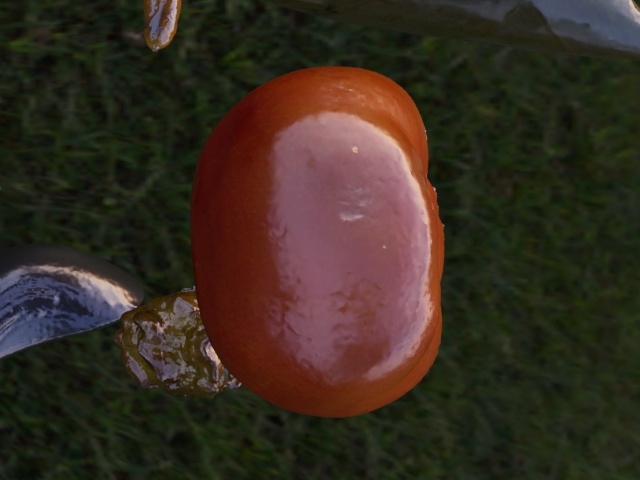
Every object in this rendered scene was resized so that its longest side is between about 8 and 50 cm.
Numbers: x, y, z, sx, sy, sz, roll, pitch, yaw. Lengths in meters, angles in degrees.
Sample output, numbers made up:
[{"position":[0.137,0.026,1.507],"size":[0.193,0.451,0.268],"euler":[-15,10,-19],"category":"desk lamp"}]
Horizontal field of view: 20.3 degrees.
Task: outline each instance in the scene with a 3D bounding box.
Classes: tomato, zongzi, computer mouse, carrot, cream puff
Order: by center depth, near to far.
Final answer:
[{"position":[0.001,-0.001,1.291],"size":[0.180,0.260,0.260],"euler":[-3,97,8],"category":"tomato"},{"position":[0.041,-0.231,1.440],"size":[0.356,0.393,0.174],"euler":[-12,133,-36],"category":"zongzi"},{"position":[-0.112,0.093,1.526],"size":[0.122,0.116,0.094],"euler":[-19,76,10],"category":"cream puff"},{"position":[-0.298,0.052,1.677],"size":[0.264,0.147,0.088],"euler":[-24,116,-28],"category":"computer mouse"},{"position":[-0.140,-0.277,1.691],"size":[0.061,0.061,0.210],"euler":[16,78,-28],"category":"carrot"}]
